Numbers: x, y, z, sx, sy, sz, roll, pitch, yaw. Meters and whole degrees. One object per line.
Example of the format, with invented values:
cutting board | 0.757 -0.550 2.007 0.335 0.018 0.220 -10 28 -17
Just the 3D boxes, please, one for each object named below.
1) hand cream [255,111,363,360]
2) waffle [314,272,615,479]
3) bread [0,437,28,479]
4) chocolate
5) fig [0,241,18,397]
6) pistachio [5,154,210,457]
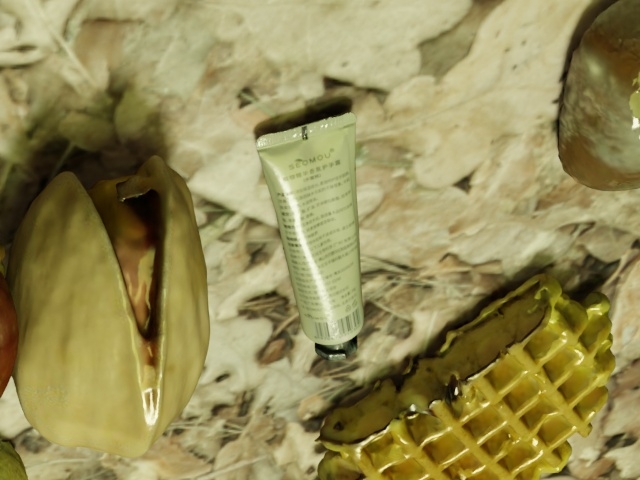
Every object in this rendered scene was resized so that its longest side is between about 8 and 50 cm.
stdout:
hand cream | 0.000 0.000 1.519 0.080 0.050 0.234 -18 132 -12
waffle | 0.132 0.158 1.723 0.283 0.065 0.309 -4 131 -26
bread | -0.301 0.234 1.536 0.156 0.110 0.103 -37 144 12
chocolate | 0.341 -0.128 1.541 0.303 0.100 0.185 -16 133 -18
fig | -0.289 0.056 1.319 0.205 0.205 0.205 -15 136 -15
pistachio | -0.152 0.047 1.402 0.157 0.157 0.229 -8 121 -22
